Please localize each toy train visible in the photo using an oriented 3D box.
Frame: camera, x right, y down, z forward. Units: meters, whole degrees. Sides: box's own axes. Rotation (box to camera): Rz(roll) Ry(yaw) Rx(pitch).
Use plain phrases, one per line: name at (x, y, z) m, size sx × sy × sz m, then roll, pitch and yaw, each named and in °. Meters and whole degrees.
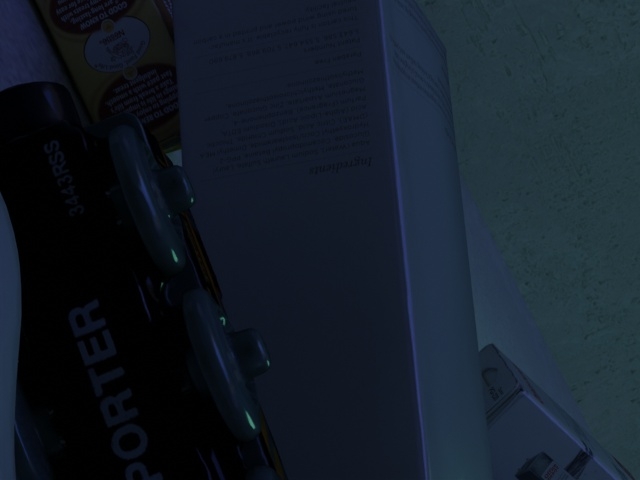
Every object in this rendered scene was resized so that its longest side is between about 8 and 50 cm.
toy train at (-0.085, 0.084, 0.717) m, size 0.190 × 0.142 × 0.334 m, roll 55°, pitch 12°, yaw -79°

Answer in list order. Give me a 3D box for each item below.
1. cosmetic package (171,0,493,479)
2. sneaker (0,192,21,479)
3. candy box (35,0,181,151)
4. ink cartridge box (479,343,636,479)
cosmetic package at (0.013, 0.019, 0.986) m, size 0.217 × 0.156 × 0.385 m, roll 39°, pitch 46°, yaw -66°
sneaker at (-0.178, 0.028, 0.467) m, size 0.169 × 0.108 × 0.292 m, roll 49°, pitch 21°, yaw -62°
candy box at (-0.164, -0.221, 1.091) m, size 0.316 × 0.087 × 0.183 m, roll 65°, pitch 13°, yaw -2°
ink cartridge box at (0.226, 0.220, 1.414) m, size 0.218 × 0.092 × 0.158 m, roll 45°, pitch 6°, yaw -11°
